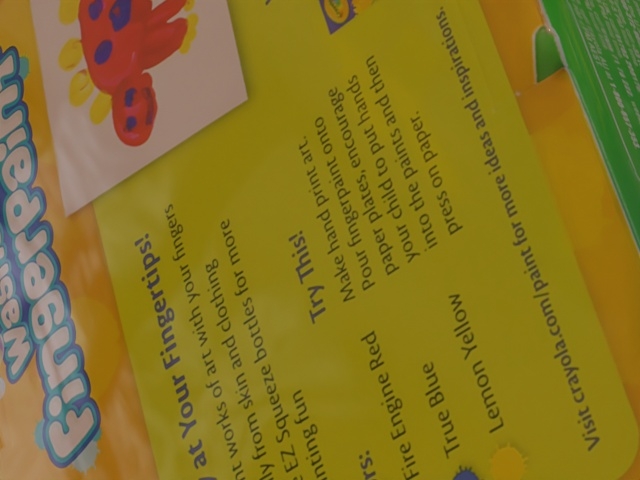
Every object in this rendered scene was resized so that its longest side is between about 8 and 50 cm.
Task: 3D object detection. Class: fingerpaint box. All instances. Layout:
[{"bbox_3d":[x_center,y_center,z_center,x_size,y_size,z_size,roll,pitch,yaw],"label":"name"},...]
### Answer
[{"bbox_3d":[0.000,0.000,0.849,0.163,0.371,0.445,17,-133,-47],"label":"fingerpaint box"}]
